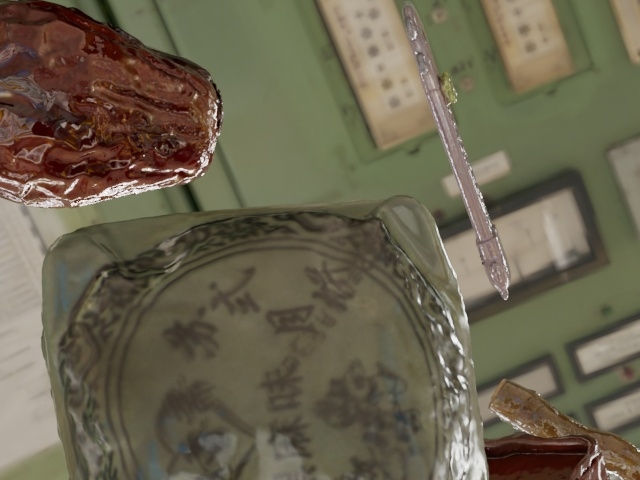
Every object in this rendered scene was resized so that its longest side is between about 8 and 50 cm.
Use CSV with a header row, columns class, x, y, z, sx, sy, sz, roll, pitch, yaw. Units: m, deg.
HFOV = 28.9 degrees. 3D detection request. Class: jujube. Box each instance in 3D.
class,x,y,z,sx,sy,sz,roll,pitch,yaw
jujube,-0.238,-0.122,1.149,0.290,0.197,0.197,6,-177,-19

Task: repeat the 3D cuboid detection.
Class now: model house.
class,x,y,z,sx,sy,sz,roll,pitch,yaw
model house,0.211,0.345,1.275,0.196,0.254,0.160,-10,-163,41

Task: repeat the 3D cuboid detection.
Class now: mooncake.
class,x,y,z,sx,sy,sz,roll,pitch,yaw
mooncake,-0.024,0.094,0.712,0.250,0.254,0.136,-9,160,-17

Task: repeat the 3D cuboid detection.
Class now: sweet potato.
class,x,y,z,sx,sy,sz,roll,pitch,yaw
sweet potato,0.352,0.268,1.613,0.059,0.281,0.067,-64,174,24

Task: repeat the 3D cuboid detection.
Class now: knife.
class,x,y,z,sx,sy,sz,roll,pitch,yaw
knife,0.178,-0.116,1.586,0.038,0.399,0.132,-17,-165,13
